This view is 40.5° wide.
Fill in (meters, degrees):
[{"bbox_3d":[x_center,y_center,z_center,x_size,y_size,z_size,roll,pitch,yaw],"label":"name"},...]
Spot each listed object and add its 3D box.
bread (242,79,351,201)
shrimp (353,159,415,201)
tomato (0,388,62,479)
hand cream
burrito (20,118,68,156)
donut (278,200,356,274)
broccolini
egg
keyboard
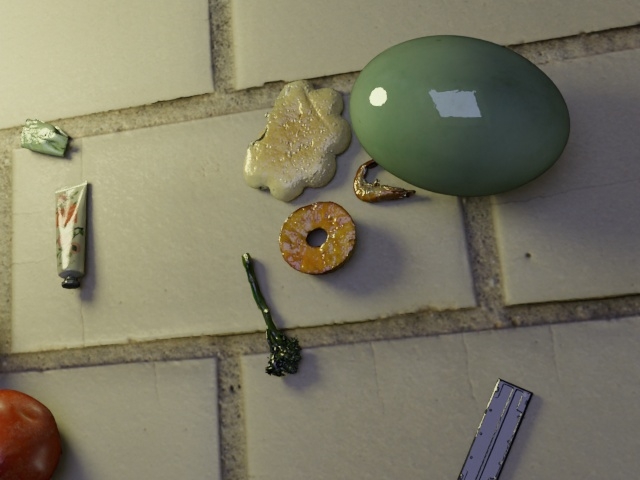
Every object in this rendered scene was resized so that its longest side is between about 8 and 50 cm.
[{"bbox_3d":[-0.038,-0.196,1.712,0.182,0.039,0.250,26,83,20],"label":"bread"},{"bbox_3d":[0.124,-0.112,1.654,0.127,0.025,0.090,9,77,20],"label":"shrimp"},{"bbox_3d":[-0.610,0.391,1.634,0.232,0.188,0.231,-3,74,12],"label":"tomato"},{"bbox_3d":[-0.515,-0.014,1.794,0.080,0.050,0.233,-14,67,15],"label":"hand cream"},{"bbox_3d":[-0.589,-0.222,1.865,0.118,0.044,0.074,15,76,22],"label":"burrito"},{"bbox_3d":[0.000,0.000,1.641,0.152,0.058,0.151,-4,75,15],"label":"donut"},{"bbox_3d":[-0.103,0.136,1.637,0.071,0.057,0.254,-12,71,-33],"label":"broccolini"},{"bbox_3d":[0.237,-0.216,1.516,0.389,0.276,0.275,12,79,21],"label":"egg"},{"bbox_3d":[0.300,0.344,1.496,0.067,0.011,0.202,21,82,21],"label":"keyboard"}]
